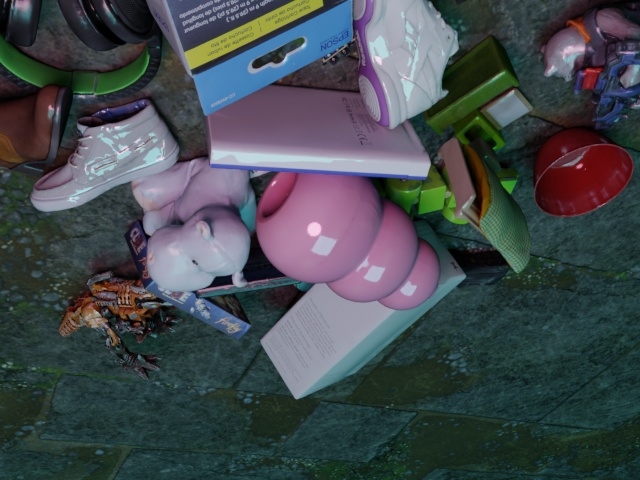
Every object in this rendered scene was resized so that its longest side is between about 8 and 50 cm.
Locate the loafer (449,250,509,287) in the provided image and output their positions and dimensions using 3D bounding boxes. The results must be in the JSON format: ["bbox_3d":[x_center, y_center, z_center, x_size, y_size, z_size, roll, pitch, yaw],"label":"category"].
[{"bbox_3d":[0.294,0.069,1.569,0.223,0.076,0.078,-1,131,-17],"label":"loafer"}]

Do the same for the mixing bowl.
[{"bbox_3d":[0.465,-0.140,1.352,0.181,0.098,0.181,-6,140,-5],"label":"mixing bowl"}]

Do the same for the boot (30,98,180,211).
[{"bbox_3d":[-0.365,-0.144,1.180,0.258,0.095,0.123,-22,133,0],"label":"boot"}]

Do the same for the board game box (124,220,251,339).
[{"bbox_3d":[-0.246,0.078,1.384,0.042,0.165,0.243,-44,134,8],"label":"board game box"}]

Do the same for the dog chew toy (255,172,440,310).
[{"bbox_3d":[0.061,0.005,1.187,0.332,0.207,0.206,32,125,-25],"label":"dog chew toy"}]

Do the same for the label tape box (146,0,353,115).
[{"bbox_3d":[-0.101,-0.360,0.902,0.249,0.115,0.348,-30,143,-14],"label":"label tape box"}]

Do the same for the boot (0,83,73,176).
[{"bbox_3d":[-0.509,-0.194,1.041,0.280,0.096,0.264,19,165,-27],"label":"boot"}]

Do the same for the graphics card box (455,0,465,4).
[{"bbox_3d":[0.187,-0.495,0.887,0.232,0.094,0.371,-27,138,17],"label":"graphics card box"}]

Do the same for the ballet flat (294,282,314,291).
[{"bbox_3d":[0.000,0.000,1.425,0.091,0.077,0.241,15,131,-19],"label":"ballet flat"}]

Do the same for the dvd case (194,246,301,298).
[{"bbox_3d":[-0.130,0.051,1.350,0.180,0.253,0.022,-9,103,-3],"label":"dvd case"}]

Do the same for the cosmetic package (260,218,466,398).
[{"bbox_3d":[0.080,0.140,1.488,0.217,0.156,0.385,-11,149,-52],"label":"cosmetic package"}]

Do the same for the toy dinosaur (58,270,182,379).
[{"bbox_3d":[-0.400,0.143,1.478,0.322,0.164,0.218,1,138,46],"label":"toy dinosaur"}]

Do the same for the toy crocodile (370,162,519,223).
[{"bbox_3d":[0.202,-0.096,1.351,0.340,0.105,0.115,-8,140,-14],"label":"toy crocodile"}]

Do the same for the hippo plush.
[{"bbox_3d":[-0.173,-0.014,1.246,0.294,0.237,0.234,-21,138,12],"label":"hippo plush"}]

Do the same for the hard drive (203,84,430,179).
[{"bbox_3d":[-0.014,-0.171,1.121,0.318,0.210,0.040,2,128,-15],"label":"hard drive"}]

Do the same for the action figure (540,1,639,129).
[{"bbox_3d":[0.514,-0.305,1.177,0.330,0.179,0.341,-8,169,5],"label":"action figure"}]

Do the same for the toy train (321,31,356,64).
[{"bbox_3d":[0.059,-0.318,1.111,0.158,0.027,0.036,-34,131,23],"label":"toy train"}]

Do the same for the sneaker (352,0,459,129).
[{"bbox_3d":[0.115,-0.317,1.050,0.152,0.114,0.305,-23,129,-13],"label":"sneaker"}]

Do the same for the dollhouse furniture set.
[{"bbox_3d":[0.292,-0.135,1.161,0.151,0.302,0.197,-33,133,27],"label":"dollhouse furniture set"}]

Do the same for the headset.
[{"bbox_3d":[-0.333,-0.338,0.950,0.243,0.185,0.394,0,154,-7],"label":"headset"}]
